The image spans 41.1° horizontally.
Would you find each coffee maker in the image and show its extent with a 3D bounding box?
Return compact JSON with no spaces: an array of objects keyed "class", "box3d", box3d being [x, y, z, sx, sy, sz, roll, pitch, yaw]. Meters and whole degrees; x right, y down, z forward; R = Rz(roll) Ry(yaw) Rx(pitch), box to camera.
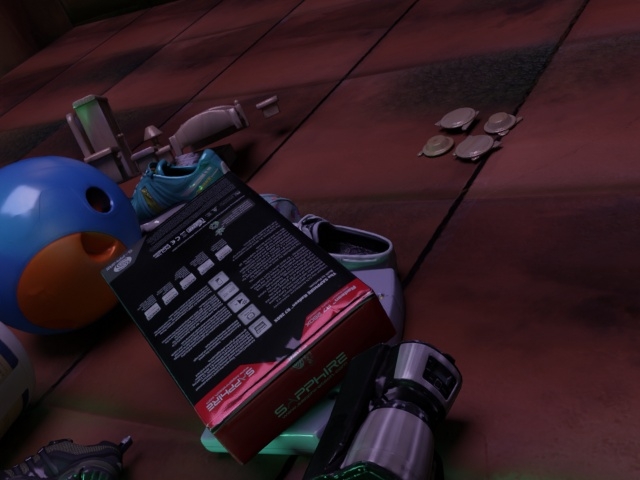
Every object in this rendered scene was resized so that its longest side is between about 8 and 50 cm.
[{"class":"coffee maker","box3d":[0.048,0.199,0.864,0.171,0.120,0.178,-9,32,29]}]

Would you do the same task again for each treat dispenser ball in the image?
[{"class":"treat dispenser ball","box3d":[-0.435,0.007,1.379,0.288,0.288,0.288,-19,29,11]}]

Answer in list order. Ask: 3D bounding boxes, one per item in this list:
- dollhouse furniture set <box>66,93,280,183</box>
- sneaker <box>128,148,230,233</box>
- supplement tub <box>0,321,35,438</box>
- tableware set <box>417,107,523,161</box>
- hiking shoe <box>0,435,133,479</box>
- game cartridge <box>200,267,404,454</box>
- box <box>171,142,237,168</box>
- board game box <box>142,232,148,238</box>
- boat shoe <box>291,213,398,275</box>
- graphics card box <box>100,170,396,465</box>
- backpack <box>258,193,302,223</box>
[{"class":"dollhouse furniture set","box3d":[-0.270,-0.255,1.632,0.355,0.174,0.303,-24,8,2]},{"class":"sneaker","box3d":[-0.280,-0.090,1.512,0.275,0.110,0.107,-16,26,19]},{"class":"supplement tub","box3d":[-0.559,0.249,1.138,0.228,0.228,0.316,-8,33,29]},{"class":"tableware set","box3d":[0.248,-0.180,1.441,0.168,0.020,0.141,14,49,47]},{"class":"hiking shoe","box3d":[-0.342,0.302,1.055,0.226,0.086,0.114,-13,17,11]},{"class":"game cartridge","box3d":[-0.005,0.146,1.064,0.196,0.060,0.294,-10,32,32]},{"class":"box","box3d":[-0.268,-0.123,1.727,0.145,0.038,0.186,-10,31,27]},{"class":"board game box","box3d":[-0.227,0.000,1.481,0.170,0.048,0.141,-24,30,2]},{"class":"boat shoe","box3d":[0.000,0.001,1.193,0.227,0.081,0.079,13,48,16]},{"class":"graphics card box","box3d":[-0.105,0.074,1.050,0.233,0.094,0.371,-40,41,-10]},{"class":"backpack","box3d":[-0.113,0.002,1.314,0.115,0.152,0.182,9,31,38]}]
